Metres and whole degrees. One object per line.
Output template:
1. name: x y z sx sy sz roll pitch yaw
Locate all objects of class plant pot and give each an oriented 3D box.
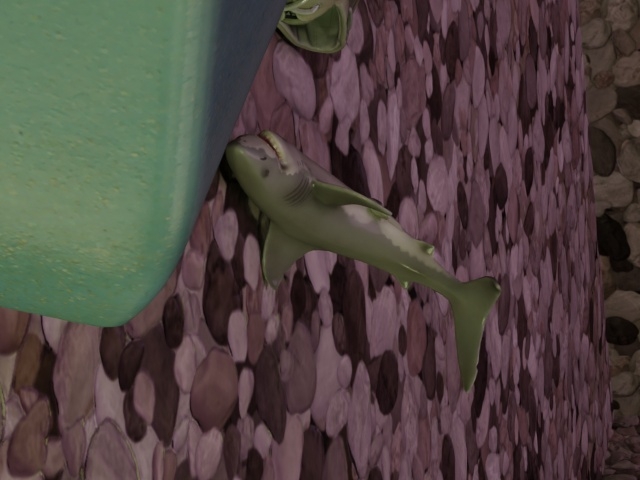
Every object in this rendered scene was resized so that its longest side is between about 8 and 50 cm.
1. plant pot: -0.134 -0.104 0.666 0.247 0.248 0.252 -72 170 -46

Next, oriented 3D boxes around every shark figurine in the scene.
1. shark figurine: 0.016 0.009 1.282 0.116 0.278 0.166 -54 -165 4

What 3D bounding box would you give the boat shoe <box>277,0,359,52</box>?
1. boat shoe: -0.014 -0.221 1.245 0.302 0.109 0.094 19 73 -74
